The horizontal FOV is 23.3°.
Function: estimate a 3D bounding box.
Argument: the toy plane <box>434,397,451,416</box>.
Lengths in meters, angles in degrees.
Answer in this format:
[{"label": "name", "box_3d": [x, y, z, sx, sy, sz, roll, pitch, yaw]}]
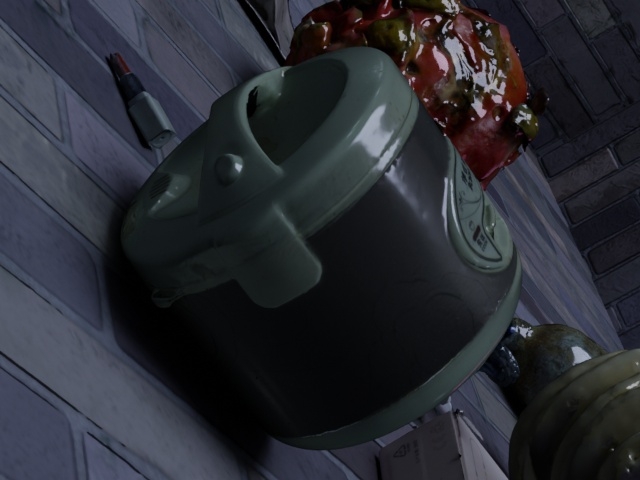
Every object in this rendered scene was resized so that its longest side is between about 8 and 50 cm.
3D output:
[{"label": "toy plane", "box_3d": [0.122, 0.126, 1.837, 0.174, 0.080, 0.174, -24, 90, -83]}]

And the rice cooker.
[{"label": "rice cooker", "box_3d": [0.000, -0.003, 1.279, 0.277, 0.288, 0.288, 54, 15, -21]}]

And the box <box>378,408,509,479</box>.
[{"label": "box", "box_3d": [0.168, 0.325, 1.543, 0.252, 0.106, 0.203, 51, 15, -27]}]

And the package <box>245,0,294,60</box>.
[{"label": "package", "box_3d": [-0.076, -0.355, 2.195, 0.204, 0.062, 0.251, -78, 149, -70]}]

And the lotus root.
[{"label": "lotus root", "box_3d": [0.394, 0.245, 2.371, 0.349, 0.175, 0.175, 51, 16, -22]}]

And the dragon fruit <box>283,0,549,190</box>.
[{"label": "dragon fruit", "box_3d": [0.069, -0.166, 1.913, 0.263, 0.314, 0.296, 0, 59, -53]}]

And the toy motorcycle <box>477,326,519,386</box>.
[{"label": "toy motorcycle", "box_3d": [0.168, 0.110, 1.924, 0.205, 0.076, 0.114, 26, -36, 50]}]

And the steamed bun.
[{"label": "steamed bun", "box_3d": [0.391, 0.310, 1.902, 0.352, 0.339, 0.247, 62, 23, 15]}]

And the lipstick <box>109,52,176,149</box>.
[{"label": "lipstick", "box_3d": [-0.172, -0.136, 1.463, 0.107, 0.025, 0.025, 59, 11, 21]}]
